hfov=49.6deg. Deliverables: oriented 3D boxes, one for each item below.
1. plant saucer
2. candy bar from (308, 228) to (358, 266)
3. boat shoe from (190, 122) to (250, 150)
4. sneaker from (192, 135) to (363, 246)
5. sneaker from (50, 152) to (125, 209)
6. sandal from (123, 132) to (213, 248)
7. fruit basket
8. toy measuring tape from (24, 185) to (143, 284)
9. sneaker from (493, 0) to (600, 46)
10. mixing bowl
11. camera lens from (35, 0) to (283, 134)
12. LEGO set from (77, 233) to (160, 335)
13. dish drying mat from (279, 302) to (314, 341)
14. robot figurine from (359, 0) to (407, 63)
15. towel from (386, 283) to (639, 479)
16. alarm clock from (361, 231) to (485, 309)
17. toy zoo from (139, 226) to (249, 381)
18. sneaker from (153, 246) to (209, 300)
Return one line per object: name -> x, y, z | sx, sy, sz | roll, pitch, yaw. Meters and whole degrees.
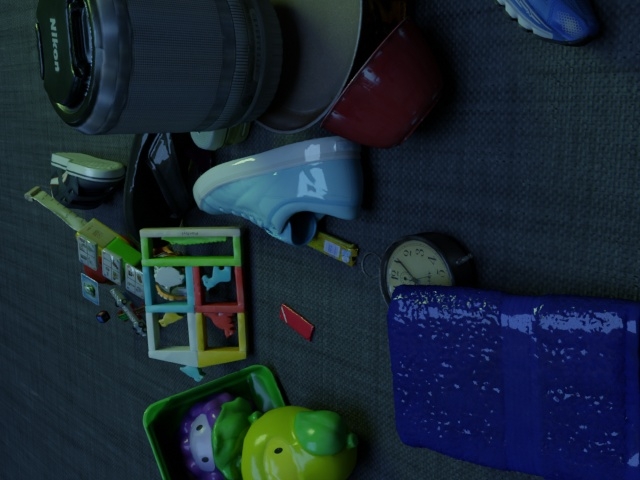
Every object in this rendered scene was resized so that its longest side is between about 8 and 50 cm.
plant saucer -> -0.035, -0.303, 0.946 | 0.310, 0.050, 0.311 | 11, 105, 48
candy bar -> 0.000, 0.000, 1.121 | 0.161, 0.018, 0.040 | 25, 116, 41
boat shoe -> -0.149, -0.296, 1.164 | 0.109, 0.094, 0.302 | 40, 127, 30
sneaker -> -0.081, -0.058, 1.110 | 0.366, 0.135, 0.150 | -12, 84, 48
sneaker -> -0.537, -0.128, 1.597 | 0.321, 0.126, 0.127 | 18, 106, 55
sandal -> -0.262, -0.167, 1.275 | 0.107, 0.167, 0.446 | 27, 118, 21
fruit basket -> -0.106, 0.396, 1.154 | 0.392, 0.283, 0.392 | 41, 140, 47
toy measuring tape -> -0.527, 0.008, 1.563 | 0.330, 0.121, 0.121 | 33, 126, 2
sneaker -> 0.230, -0.364, 0.721 | 0.147, 0.129, 0.330 | -18, 93, 40
mixing bowl -> 0.093, -0.187, 0.899 | 0.098, 0.181, 0.181 | 40, 131, -3
camera lens -> -0.216, -0.253, 0.921 | 0.219, 0.274, 0.219 | 13, 107, 49
LEGO set -> -0.438, 0.108, 1.507 | 0.182, 0.060, 0.244 | 27, 133, 17
dish drying mat -> -0.042, 0.141, 1.200 | 0.083, 0.008, 0.032 | 33, 119, 39
robot figurine -> 0.017, -0.354, 0.979 | 0.291, 0.085, 0.211 | 13, 107, 48
towel -> 0.232, 0.166, 0.830 | 0.308, 0.076, 0.228 | 2, 102, 35
alarm clock -> 0.131, 0.050, 0.956 | 0.192, 0.064, 0.129 | 15, 108, 41
toy zoo -> -0.233, 0.121, 1.298 | 0.192, 0.030, 0.293 | -1, 100, 7
sneaker -> -0.298, 0.065, 1.407 | 0.215, 0.084, 0.083 | 21, 107, 44
